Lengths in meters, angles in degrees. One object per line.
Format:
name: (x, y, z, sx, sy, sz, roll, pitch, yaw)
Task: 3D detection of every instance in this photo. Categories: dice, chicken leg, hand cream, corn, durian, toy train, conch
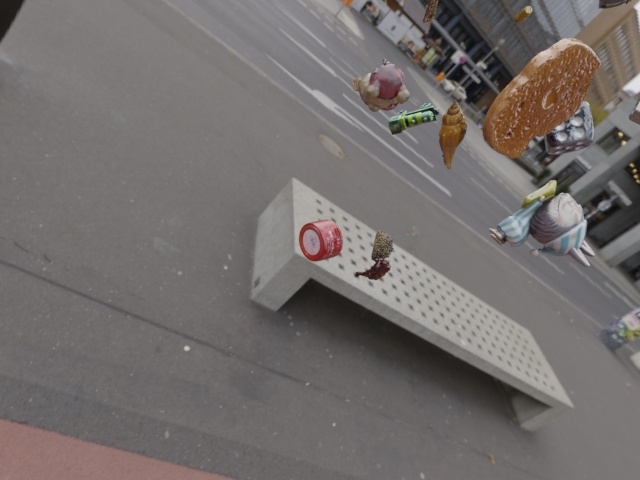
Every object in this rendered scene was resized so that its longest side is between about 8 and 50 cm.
dice: (1.071, -0.487, 1.832, 0.183, 0.182, 0.182, 10, 71, -63)
chicken leg: (0.244, 0.136, 1.910, 0.048, 0.219, 0.089, -32, 83, -40)
hand cream: (0.000, 0.000, 1.980, 0.126, 0.193, 0.193, -15, 62, -40)
corn: (0.562, -0.627, 1.173, 0.083, 0.028, 0.027, -57, 140, -81)
durian: (0.290, 0.025, 1.917, 0.092, 0.148, 0.188, 11, 10, 14)
toy train: (0.394, -0.511, 1.776, 0.083, 0.200, 0.132, 64, 34, -25)
conch: (0.526, -0.402, 1.657, 0.109, 0.093, 0.330, -55, 144, -30)

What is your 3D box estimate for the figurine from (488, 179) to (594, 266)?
figurine: (1.029, -0.018, 1.883, 0.377, 0.361, 0.266, 57, 12, 31)

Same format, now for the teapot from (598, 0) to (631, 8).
teapot: (0.891, -0.754, 1.249, 0.091, 0.092, 0.124, 12, -20, 21)

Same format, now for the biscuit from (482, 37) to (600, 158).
biscuit: (0.785, -0.506, 1.511, 0.350, 0.455, 0.078, 40, 16, -50)

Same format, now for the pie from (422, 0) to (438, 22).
pie: (0.424, -0.899, 1.616, 0.033, 0.088, 0.191, 34, -11, 9)

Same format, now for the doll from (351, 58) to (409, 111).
doll: (0.233, -0.578, 1.624, 0.196, 0.152, 0.256, 40, 3, -15)

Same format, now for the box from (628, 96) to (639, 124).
box: (1.264, -0.528, 1.589, 0.103, 0.243, 0.055, 34, -20, 16)
